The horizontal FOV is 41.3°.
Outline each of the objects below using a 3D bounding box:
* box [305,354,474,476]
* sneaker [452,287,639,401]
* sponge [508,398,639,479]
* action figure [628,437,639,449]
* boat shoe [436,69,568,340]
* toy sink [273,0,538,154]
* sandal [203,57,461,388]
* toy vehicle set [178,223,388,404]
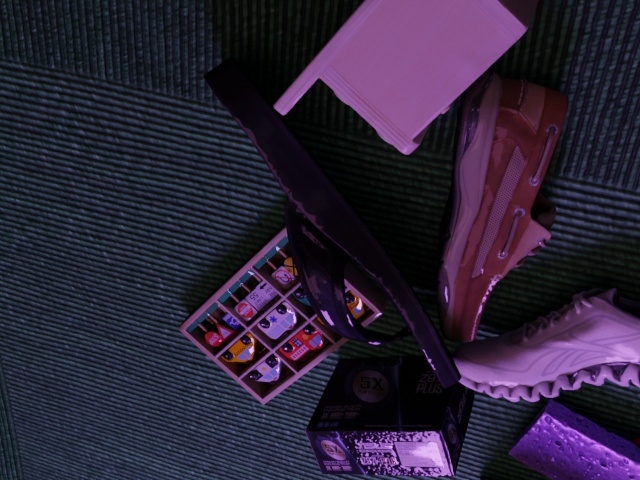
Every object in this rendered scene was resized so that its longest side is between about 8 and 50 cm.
[{"bbox_3d":[0.093,0.224,1.093,0.180,0.147,0.077,-6,118,25],"label":"box"},{"bbox_3d":[0.293,0.112,0.979,0.292,0.110,0.118,-8,110,16],"label":"sneaker"},{"bbox_3d":[0.358,0.289,1.079,0.210,0.031,0.117,28,138,10],"label":"sponge"},{"bbox_3d":[0.410,0.255,1.063,0.038,0.030,0.115,30,129,-3],"label":"action figure"},{"bbox_3d":[0.193,-0.022,0.916,0.120,0.122,0.323,6,126,5],"label":"boat shoe"},{"bbox_3d":[0.088,-0.187,0.830,0.131,0.152,0.234,42,125,-8],"label":"toy sink"},{"bbox_3d":[-0.001,-0.001,0.972,0.107,0.167,0.445,-37,95,4],"label":"sandal"},{"bbox_3d":[-0.056,0.099,1.141,0.166,0.035,0.267,42,126,-8],"label":"toy vehicle set"}]
